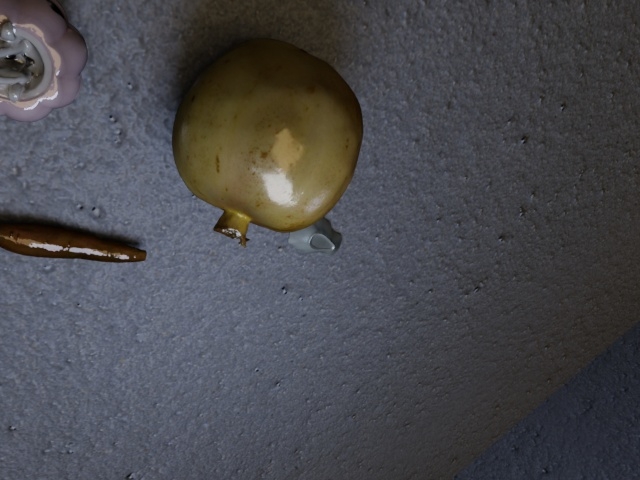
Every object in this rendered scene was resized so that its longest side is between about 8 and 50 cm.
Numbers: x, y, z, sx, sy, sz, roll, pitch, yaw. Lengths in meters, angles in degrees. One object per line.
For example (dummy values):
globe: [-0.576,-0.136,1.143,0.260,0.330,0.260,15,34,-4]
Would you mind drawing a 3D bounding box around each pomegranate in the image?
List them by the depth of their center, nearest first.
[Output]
pomegranate: [-0.081,-0.144,0.808,0.319,0.319,0.319,-14,124,-21]

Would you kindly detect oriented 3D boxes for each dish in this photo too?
dish: [0.000,0.000,1.096,0.137,0.039,0.091,28,102,-36]

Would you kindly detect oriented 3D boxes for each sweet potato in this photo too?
sweet potato: [-0.429,0.006,0.857,0.264,0.057,0.057,9,113,-36]

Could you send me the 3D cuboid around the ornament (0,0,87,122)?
ornament: [-0.396,-0.241,0.657,0.177,0.177,0.178,-14,124,-21]
